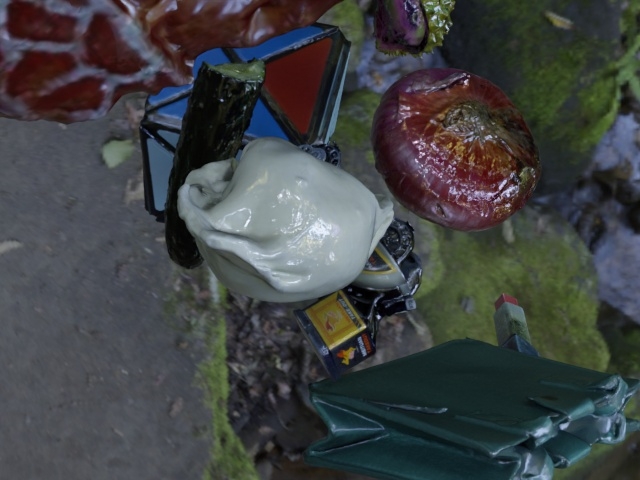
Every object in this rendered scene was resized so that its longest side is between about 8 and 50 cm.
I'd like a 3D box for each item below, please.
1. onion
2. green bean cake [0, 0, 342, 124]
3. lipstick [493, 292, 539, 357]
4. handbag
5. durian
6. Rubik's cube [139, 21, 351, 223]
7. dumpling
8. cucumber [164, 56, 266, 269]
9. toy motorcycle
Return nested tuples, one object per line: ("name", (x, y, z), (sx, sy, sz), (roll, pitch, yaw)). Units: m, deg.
("onion", (0.242, -0.157, 1.862), (0.347, 0.285, 0.348), (14, 54, -19))
("green bean cake", (-0.058, -0.138, 0.348), (0.232, 0.097, 0.198), (-31, 151, 5))
("lipstick", (0.297, 0.149, 1.492), (0.051, 0.312, 0.051), (35, 110, -8))
("handbag", (0.157, 0.170, 0.962), (0.326, 0.238, 0.089), (-4, 96, -51))
("durian", (0.140, -0.297, 1.254), (0.119, 0.108, 0.187), (-26, 147, -15))
("Rubik's cube", (-0.107, -0.162, 1.392), (0.248, 0.250, 0.246), (14, 58, 2))
("dumpling", (-0.036, -0.021, 0.829), (0.250, 0.162, 0.132), (-17, 125, -58))
("cucumber", (-0.137, -0.078, 1.124), (0.081, 0.072, 0.303), (-13, 138, -38))
("toy motorcycle", (0.000, 0.000, 0.987), (0.157, 0.263, 0.091), (-32, 143, -8))
